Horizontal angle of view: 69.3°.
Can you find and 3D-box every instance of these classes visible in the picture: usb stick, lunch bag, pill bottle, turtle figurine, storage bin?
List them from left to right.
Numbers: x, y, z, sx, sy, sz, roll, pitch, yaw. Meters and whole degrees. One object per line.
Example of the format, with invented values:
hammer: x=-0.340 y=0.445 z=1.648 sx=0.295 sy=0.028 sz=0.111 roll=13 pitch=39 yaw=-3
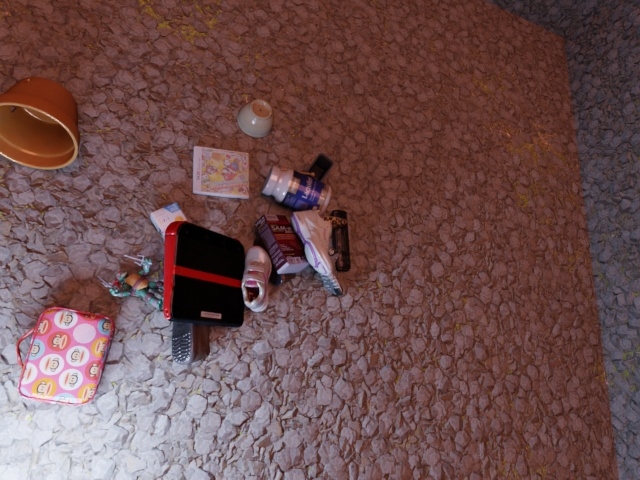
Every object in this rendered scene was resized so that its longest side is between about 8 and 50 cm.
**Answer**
lunch bag: x=-0.810 y=0.360 z=1.454 sx=0.259 sy=0.120 sz=0.292 roll=16 pitch=68 yaw=-18
turtle figurine: x=-0.631 y=0.143 z=1.608 sx=0.234 sy=0.118 sz=0.175 roll=26 pitch=61 yaw=1
pill bottle: x=-0.100 y=-0.207 z=1.940 sx=0.265 sy=0.153 sz=0.153 roll=21 pitch=66 yaw=-16
storage bin: x=-0.019 y=-0.309 z=2.045 sx=0.098 sy=0.091 sz=0.135 roll=36 pitch=61 yaw=-9
usb stick: x=0.089 y=-0.003 z=2.015 sx=0.077 sy=0.045 sz=0.277 roll=6 pitch=70 yaw=-26

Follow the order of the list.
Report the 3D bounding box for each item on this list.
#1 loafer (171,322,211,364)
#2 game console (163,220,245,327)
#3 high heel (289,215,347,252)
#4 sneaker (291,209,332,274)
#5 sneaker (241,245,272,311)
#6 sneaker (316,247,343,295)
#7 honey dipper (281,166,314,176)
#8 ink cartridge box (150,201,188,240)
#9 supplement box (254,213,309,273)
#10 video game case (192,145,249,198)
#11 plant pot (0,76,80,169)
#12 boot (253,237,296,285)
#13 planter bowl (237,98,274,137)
loafer: x=-0.452 y=0.263 z=1.661 sx=0.130 sy=0.134 sz=0.365 roll=30 pitch=54 yaw=-54
game console: x=-0.398 y=0.126 z=1.632 sx=0.387 sy=0.060 sz=0.341 roll=25 pitch=61 yaw=-59
high heel: x=0.000 y=0.000 z=1.942 sx=0.262 sy=0.093 sz=0.186 roll=-9 pitch=71 yaw=-11
sneaker: x=-0.002 y=-0.007 z=1.819 sx=0.152 sy=0.114 sz=0.304 roll=-15 pitch=61 yaw=-20
sneaker: x=-0.242 y=0.142 z=1.748 sx=0.103 sy=0.111 sz=0.251 roll=-4 pitch=82 yaw=6
sneaker: x=0.055 y=0.110 z=1.915 sx=0.132 sy=0.086 sz=0.228 roll=-46 pitch=114 yaw=-29
honey dipper: x=-0.096 y=-0.292 z=1.982 sx=0.161 sy=0.030 sz=0.030 roll=11 pitch=59 yaw=28
ink cartridge box: x=-0.545 y=-0.040 z=1.739 sx=0.104 sy=0.061 sz=0.181 roll=-31 pitch=87 yaw=-29
supplement box: x=-0.152 y=0.012 z=1.833 sx=0.130 sy=0.073 sz=0.239 roll=-1 pitch=56 yaw=-51
video game case: x=-0.406 y=-0.279 z=1.902 sx=0.227 sy=0.026 sz=0.206 roll=4 pitch=71 yaw=-23
plant pot: x=-0.960 y=-0.414 z=1.578 sx=0.291 sy=0.290 sz=0.203 roll=12 pitch=52 yaw=-20
boot: x=-0.186 y=0.081 z=1.866 sx=0.106 sy=0.082 sz=0.219 roll=-7 pitch=61 yaw=-53
planter bowl: x=-0.270 y=-0.541 z=2.004 sx=0.162 sy=0.109 sz=0.161 roll=7 pitch=71 yaw=-21
